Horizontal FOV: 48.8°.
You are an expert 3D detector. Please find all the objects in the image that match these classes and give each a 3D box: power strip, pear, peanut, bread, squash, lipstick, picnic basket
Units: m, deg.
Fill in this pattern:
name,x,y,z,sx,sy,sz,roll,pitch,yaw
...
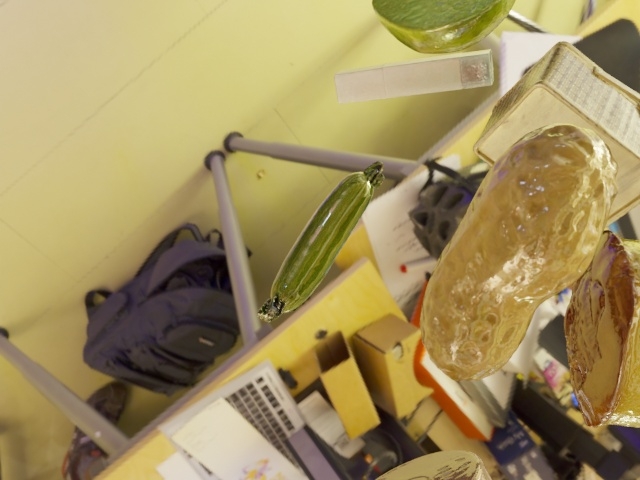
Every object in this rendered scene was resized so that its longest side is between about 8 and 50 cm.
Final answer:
name,x,y,z,sx,sy,sz,roll,pitch,yaw
power strip,0.093,0.260,0.639,0.154,0.154,0.078,-26,90,-16
pear,0.253,-0.403,1.252,0.288,0.239,0.139,-21,121,12
peanut,0.150,0.014,0.555,0.095,0.108,0.226,22,110,-19
bread,0.417,0.123,0.962,0.148,0.270,0.269,5,118,8
squash,0.000,0.002,1.116,0.318,0.071,0.080,-55,158,-17
lipstick,0.222,-0.392,1.696,0.372,0.076,0.079,-4,112,19
picnic basket,0.491,-0.189,1.355,0.313,0.228,0.175,37,52,-2
